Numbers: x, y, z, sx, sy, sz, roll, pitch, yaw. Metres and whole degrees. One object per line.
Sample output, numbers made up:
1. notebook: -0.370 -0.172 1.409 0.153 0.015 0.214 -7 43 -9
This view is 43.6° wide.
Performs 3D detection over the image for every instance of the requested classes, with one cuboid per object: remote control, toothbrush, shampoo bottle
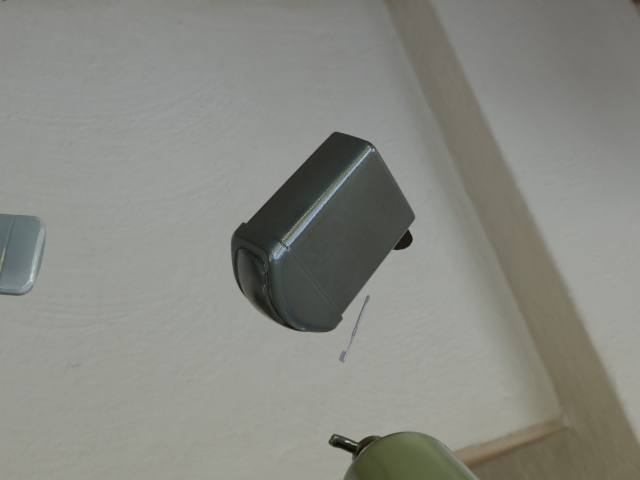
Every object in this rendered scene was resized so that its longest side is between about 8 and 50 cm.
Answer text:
1. remote control: -0.257 0.004 0.478 0.184 0.050 0.027 5 157 0
2. toothbrush: 0.046 0.118 1.076 0.008 0.097 0.006 22 172 10
3. shampoo bottle: 0.057 0.158 0.455 0.079 0.079 0.162 -15 -164 -14

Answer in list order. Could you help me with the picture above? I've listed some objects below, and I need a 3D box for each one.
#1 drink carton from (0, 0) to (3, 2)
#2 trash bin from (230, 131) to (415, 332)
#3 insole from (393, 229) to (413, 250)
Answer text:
1. drink carton: -0.400 -0.338 0.883 0.071 0.166 0.056 -34 173 -35
2. trash bin: 0.000 0.000 1.018 0.236 0.101 0.177 -49 131 -15
3. insole: 0.091 -0.066 1.421 0.080 0.003 0.232 -26 119 28
